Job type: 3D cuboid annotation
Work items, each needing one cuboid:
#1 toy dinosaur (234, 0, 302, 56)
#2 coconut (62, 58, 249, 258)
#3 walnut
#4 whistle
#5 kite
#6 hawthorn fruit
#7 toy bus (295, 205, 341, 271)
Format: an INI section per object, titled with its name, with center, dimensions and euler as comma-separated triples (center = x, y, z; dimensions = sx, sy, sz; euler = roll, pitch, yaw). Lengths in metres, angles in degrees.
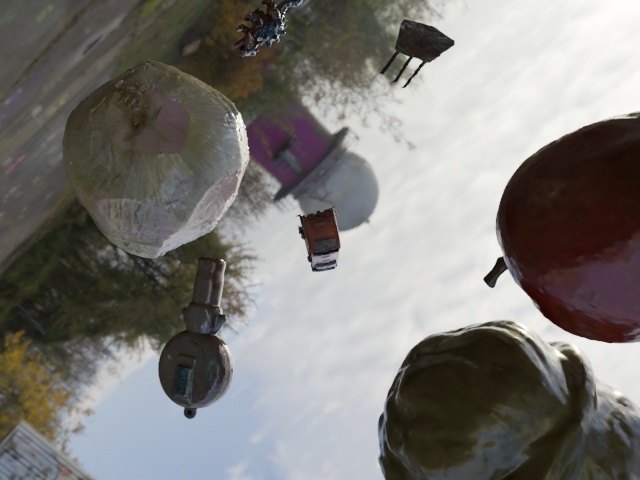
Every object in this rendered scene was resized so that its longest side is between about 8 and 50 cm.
[toy dinosaur]
center = -0.072, -0.303, 0.963
dimensions = 0.154, 0.055, 0.049
euler = -50, -170, -31
[coconut]
center = -0.260, -0.132, 1.108
dimensions = 0.297, 0.297, 0.254
euler = -51, -177, -25
[walnut]
center = 0.204, 0.223, 0.772
dimensions = 0.253, 0.282, 0.277
euler = -25, 166, -25
[whistle]
center = -0.163, 0.132, 0.932
dimensions = 0.057, 0.107, 0.219
euler = 16, 83, -65
[kite]
center = 0.190, -0.395, 1.462
dimensions = 0.229, 0.127, 0.016
euler = -52, 162, -35
[hawthorn fruit]
center = 0.248, -0.006, 0.608
dimensions = 0.253, 0.205, 0.205
euler = -19, -154, 35
[toy bus]
center = 0.000, 0.000, 1.268
dimensions = 0.074, 0.096, 0.235
euler = -11, 170, -2
